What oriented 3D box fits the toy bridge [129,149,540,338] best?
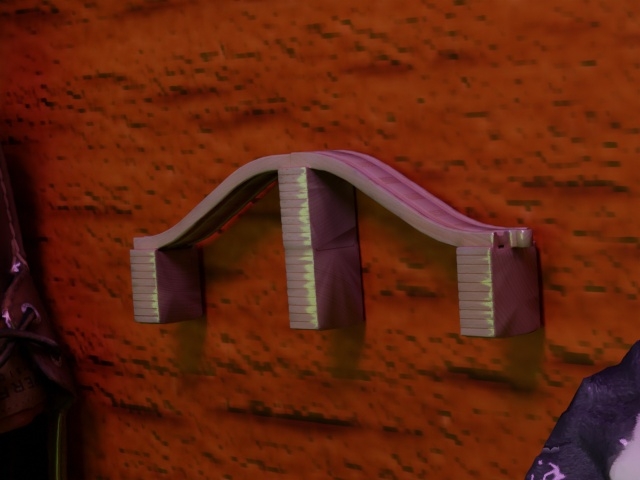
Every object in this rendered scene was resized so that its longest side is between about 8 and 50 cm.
[{"bbox_3d":[0.000,0.000,0.582,0.188,0.026,0.063,-1,94,45],"label":"toy bridge"}]

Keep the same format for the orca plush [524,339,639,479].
[{"bbox_3d":[0.161,0.134,0.389,0.287,0.151,0.102,18,140,40],"label":"orca plush"}]

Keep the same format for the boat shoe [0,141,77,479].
[{"bbox_3d":[-0.149,0.053,0.695,0.104,0.111,0.307,14,115,40],"label":"boat shoe"}]
